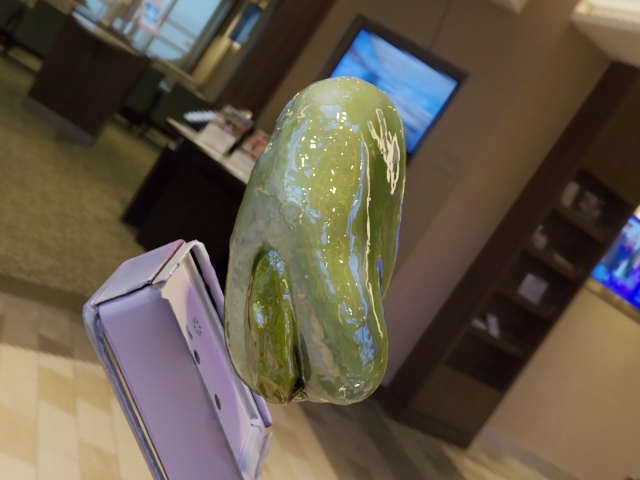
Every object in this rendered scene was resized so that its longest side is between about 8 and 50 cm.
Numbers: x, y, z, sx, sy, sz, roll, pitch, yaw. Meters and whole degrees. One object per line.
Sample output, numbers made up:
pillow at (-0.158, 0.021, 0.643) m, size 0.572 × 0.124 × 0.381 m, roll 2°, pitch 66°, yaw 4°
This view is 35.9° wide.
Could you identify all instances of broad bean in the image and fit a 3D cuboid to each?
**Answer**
broad bean at (0.000, 0.000, 0.643) m, size 0.100 × 0.228 × 0.169 m, roll 2°, pitch -38°, yaw 20°

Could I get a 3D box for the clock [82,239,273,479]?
clock at (-0.110, 0.108, 0.810) m, size 0.144 × 0.073 × 0.193 m, roll -75°, pitch 145°, yaw -76°
